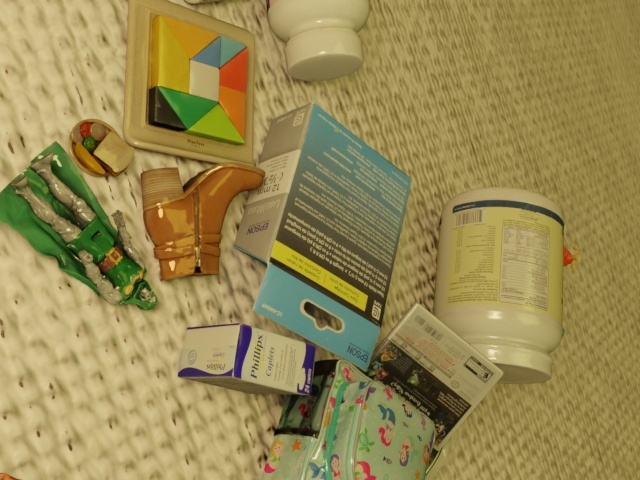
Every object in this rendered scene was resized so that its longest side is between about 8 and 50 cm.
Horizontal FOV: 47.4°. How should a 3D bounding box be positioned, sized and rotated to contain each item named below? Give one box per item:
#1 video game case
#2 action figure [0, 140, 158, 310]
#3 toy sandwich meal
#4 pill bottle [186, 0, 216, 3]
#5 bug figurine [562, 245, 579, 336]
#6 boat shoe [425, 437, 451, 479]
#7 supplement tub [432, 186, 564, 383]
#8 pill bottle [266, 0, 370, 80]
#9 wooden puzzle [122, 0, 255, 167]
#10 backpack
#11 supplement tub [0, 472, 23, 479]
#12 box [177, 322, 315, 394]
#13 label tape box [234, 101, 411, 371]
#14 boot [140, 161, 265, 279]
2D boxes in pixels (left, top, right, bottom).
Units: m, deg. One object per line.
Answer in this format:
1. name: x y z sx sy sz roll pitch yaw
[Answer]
1. video game case: 0.177 0.226 1.208 0.190 0.022 0.173 39 93 -4
2. action figure: -0.280 0.002 0.898 0.232 0.063 0.137 54 46 -27
3. toy sandwich meal: -0.283 -0.120 0.941 0.086 0.029 0.085 12 72 -43
4. pill bottle: -0.156 -0.397 1.106 0.116 0.065 0.065 -26 99 -46
5. bug figurine: 0.506 0.086 1.651 0.216 0.072 0.279 35 58 -34
6. boat shoe: 0.151 0.373 1.226 0.219 0.078 0.070 -50 116 -38
7. supplement tub: 0.331 0.088 1.360 0.235 0.235 0.324 24 65 -39
8. pill bottle: -0.009 -0.424 1.185 0.169 0.169 0.301 0 80 -45
9. wooden puzzle: -0.179 -0.232 1.060 0.221 0.044 0.238 7 75 -44
10. backpack: 0.039 0.325 1.060 0.225 0.191 0.253 41 59 -32
11. supplement tub: -0.241 0.381 0.752 0.316 0.194 0.193 44 53 -29
12. box: -0.099 0.164 0.990 0.137 0.126 0.072 23 66 -40
13. label tape box: 0.000 0.000 1.140 0.249 0.115 0.347 33 62 -35
14. boot: -0.155 -0.027 1.021 0.197 0.073 0.152 -10 86 -34
